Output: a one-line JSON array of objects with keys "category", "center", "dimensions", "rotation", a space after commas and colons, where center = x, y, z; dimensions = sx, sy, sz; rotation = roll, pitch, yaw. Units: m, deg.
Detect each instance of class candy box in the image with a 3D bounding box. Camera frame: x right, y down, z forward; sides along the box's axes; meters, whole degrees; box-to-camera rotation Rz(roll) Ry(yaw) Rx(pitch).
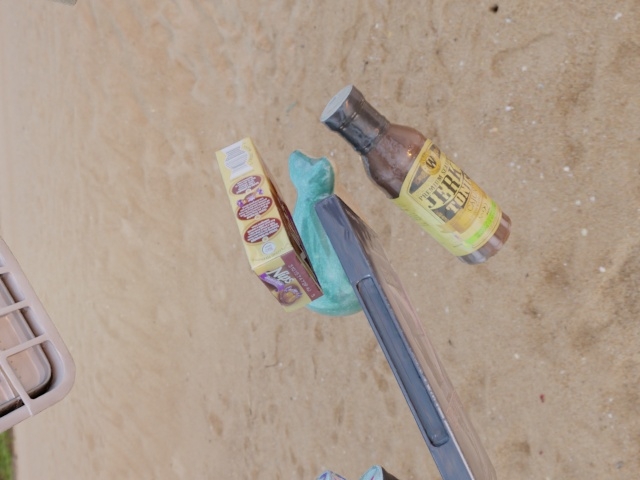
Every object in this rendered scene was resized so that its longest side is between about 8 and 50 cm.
[{"category": "candy box", "center": [-0.062, -0.021, 0.635], "dimensions": [0.186, 0.053, 0.109], "rotation": [65, -178, 37]}]

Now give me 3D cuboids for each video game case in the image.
[{"category": "video game case", "center": [0.084, 0.101, 0.484], "dimensions": [0.026, 0.196, 0.274], "rotation": [-29, 74, 10]}]

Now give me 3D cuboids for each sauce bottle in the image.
[{"category": "sauce bottle", "center": [0.146, -0.096, 0.826], "dimensions": [0.111, 0.344, 0.111], "rotation": [-44, 22, 23]}]

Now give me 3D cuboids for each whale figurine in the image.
[{"category": "whale figurine", "center": [0.000, 0.000, 0.828], "dimensions": [0.216, 0.141, 0.271], "rotation": [28, 143, 50]}]

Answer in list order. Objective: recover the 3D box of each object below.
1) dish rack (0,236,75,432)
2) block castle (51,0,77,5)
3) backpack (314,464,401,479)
[{"category": "dish rack", "center": [-0.490, 0.130, 0.631], "dimensions": [0.072, 0.333, 0.285], "rotation": [-32, 87, 25]}, {"category": "block castle", "center": [-0.198, -0.320, 0.313], "dimensions": [0.453, 0.213, 0.302], "rotation": [23, 109, 49]}, {"category": "backpack", "center": [0.030, 0.430, 0.677], "dimensions": [0.225, 0.191, 0.253], "rotation": [-71, 5, -48]}]
